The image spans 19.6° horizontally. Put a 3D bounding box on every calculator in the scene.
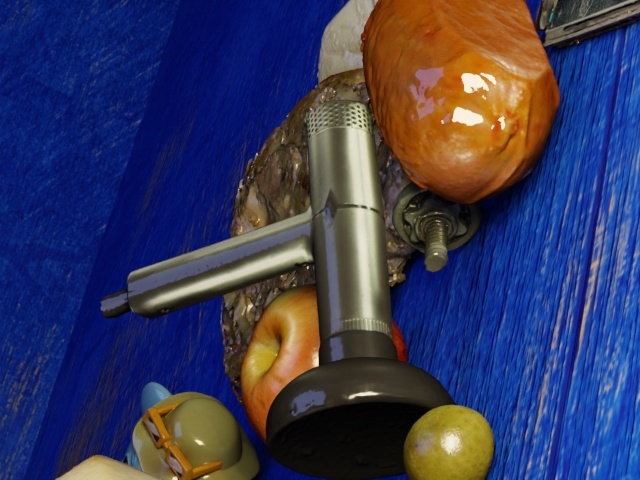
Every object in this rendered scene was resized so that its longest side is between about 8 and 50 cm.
[{"bbox_3d":[0.257,-0.249,1.519,0.166,0.028,0.274,-69,14,-8],"label":"calculator"}]

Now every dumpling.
[{"bbox_3d":[0.057,-0.185,2.037,0.176,0.092,0.150,-51,41,32],"label":"dumpling"}]

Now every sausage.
[{"bbox_3d":[0.118,-0.135,1.588,0.268,0.153,0.141,-104,30,-58],"label":"sausage"}]

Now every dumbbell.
[{"bbox_3d":[0.106,-0.057,1.680,0.081,0.081,0.254,-57,16,35],"label":"dumbbell"}]

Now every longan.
[{"bbox_3d":[0.100,0.160,1.402,0.083,0.075,0.075,-14,-44,-61],"label":"longan"}]

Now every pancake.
[{"bbox_3d":[-0.001,-0.001,1.908,0.382,0.071,0.382,-42,38,45],"label":"pancake"}]

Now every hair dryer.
[{"bbox_3d":[-0.033,0.075,1.578,0.284,0.156,0.320,-38,47,31],"label":"hair dryer"}]

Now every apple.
[{"bbox_3d":[0.006,0.121,1.672,0.163,0.139,0.163,-41,36,40],"label":"apple"}]

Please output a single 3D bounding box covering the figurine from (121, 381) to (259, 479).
[{"bbox_3d":[-0.154,0.281,2.045,0.180,0.154,0.262,-103,20,-53],"label":"figurine"}]

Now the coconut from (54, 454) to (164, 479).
[{"bbox_3d":[-0.158,0.371,1.491,0.415,0.344,0.415,-19,30,11],"label":"coconut"}]
